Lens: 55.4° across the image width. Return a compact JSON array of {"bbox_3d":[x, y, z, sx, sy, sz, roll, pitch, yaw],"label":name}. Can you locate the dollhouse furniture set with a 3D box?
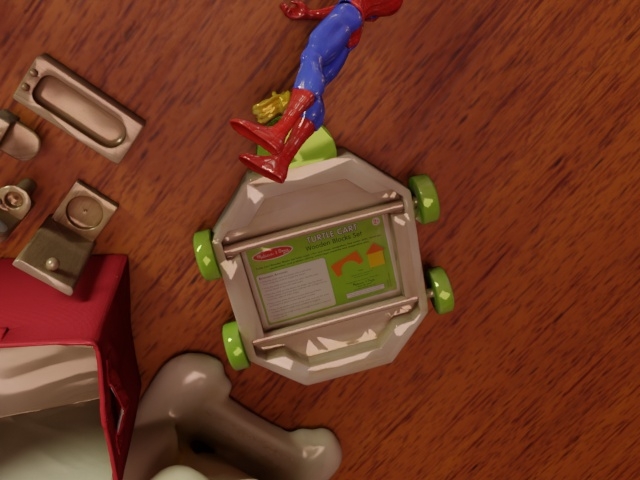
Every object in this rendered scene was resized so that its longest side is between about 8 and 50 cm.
[{"bbox_3d":[-0.250,-0.066,0.576,0.144,0.123,0.151,34,103,-20],"label":"dollhouse furniture set"}]

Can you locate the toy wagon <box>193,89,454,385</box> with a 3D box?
[{"bbox_3d":[0.000,0.000,0.677,0.267,0.068,0.344,-15,113,-3],"label":"toy wagon"}]

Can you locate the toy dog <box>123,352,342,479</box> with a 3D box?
[{"bbox_3d":[-0.141,0.375,0.621,0.395,0.408,0.284,-39,112,7],"label":"toy dog"}]

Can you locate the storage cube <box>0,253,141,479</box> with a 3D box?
[{"bbox_3d":[-0.295,0.134,0.614,0.215,0.193,0.184,-2,113,-8],"label":"storage cube"}]

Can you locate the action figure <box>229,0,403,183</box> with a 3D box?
[{"bbox_3d":[-0.014,-0.204,0.557,0.139,0.091,0.280,32,72,9],"label":"action figure"}]
